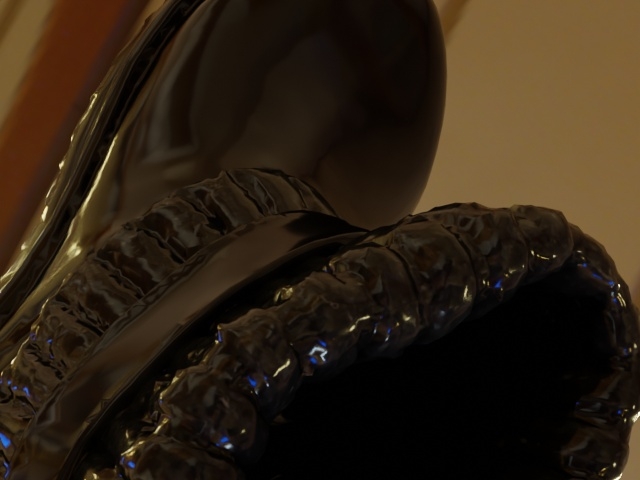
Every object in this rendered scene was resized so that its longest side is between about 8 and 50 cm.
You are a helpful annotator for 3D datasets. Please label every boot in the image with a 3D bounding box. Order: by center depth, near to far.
[{"bbox_3d":[0.002,0.003,0.595,0.260,0.131,0.348,-17,-143,55],"label":"boot"}]
